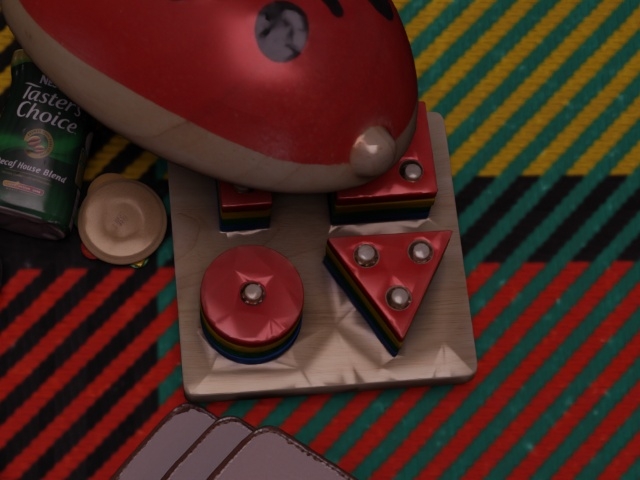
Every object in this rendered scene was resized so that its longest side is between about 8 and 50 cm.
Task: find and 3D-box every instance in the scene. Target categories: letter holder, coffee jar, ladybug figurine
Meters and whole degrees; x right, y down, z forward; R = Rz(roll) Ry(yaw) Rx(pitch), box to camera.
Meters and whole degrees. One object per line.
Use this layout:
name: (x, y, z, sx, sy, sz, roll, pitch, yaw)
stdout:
letter holder: (-0.120, 0.287, 1.347, 0.214, 0.152, 0.302, 33, 75, 7)
coffee jar: (-0.245, -0.099, 1.479, 0.096, 0.079, 0.184, 14, 74, -1)
ladybug figurine: (-0.090, -0.208, 1.405, 0.449, 0.162, 0.305, 39, 46, 27)

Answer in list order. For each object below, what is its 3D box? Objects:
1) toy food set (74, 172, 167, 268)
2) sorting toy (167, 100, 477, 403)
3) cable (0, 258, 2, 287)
toy food set: (-0.180, -0.016, 1.491, 0.083, 0.020, 0.082, 23, 74, 2)
sorting toy: (0.000, 0.000, 1.453, 0.257, 0.089, 0.255, -4, 69, -6)
cable: (-0.337, 0.137, 1.434, 0.139, 0.072, 0.287, -7, 62, 11)
